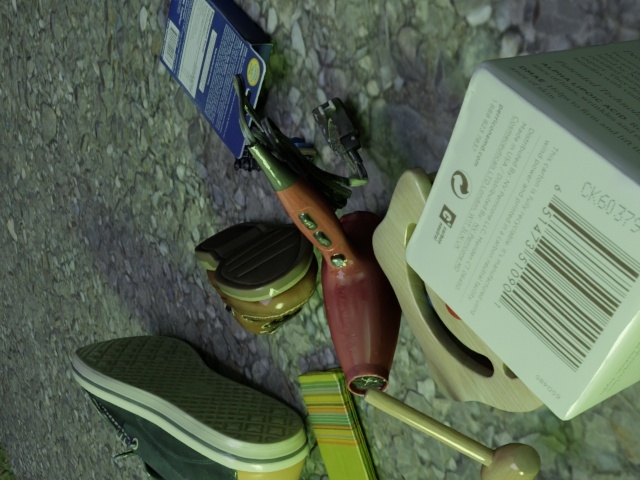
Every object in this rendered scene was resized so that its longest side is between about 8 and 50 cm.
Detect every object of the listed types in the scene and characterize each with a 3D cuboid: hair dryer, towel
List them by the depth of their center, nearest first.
[{"bbox_3d":[0.000,0.000,0.736,0.080,0.224,0.293,-25,83,28],"label":"hair dryer"},{"bbox_3d":[0.034,0.267,0.957,0.102,0.021,0.237,-21,86,61],"label":"towel"}]

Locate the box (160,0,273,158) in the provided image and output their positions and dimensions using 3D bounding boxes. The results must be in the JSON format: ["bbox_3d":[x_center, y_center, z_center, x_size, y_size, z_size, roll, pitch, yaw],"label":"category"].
[{"bbox_3d":[-0.122,-0.215,0.971,0.225,0.037,0.136,53,138,33],"label":"box"}]

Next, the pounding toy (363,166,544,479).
[{"bbox_3d":[0.121,0.067,0.639,0.154,0.155,0.269,-41,71,55],"label":"pounding toy"}]

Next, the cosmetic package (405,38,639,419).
[{"bbox_3d":[0.182,-0.018,0.496,0.151,0.184,0.151,48,137,33],"label":"cosmetic package"}]

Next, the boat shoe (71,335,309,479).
[{"bbox_3d":[-0.208,0.255,1.150,0.500,0.187,0.155,18,111,45],"label":"boat shoe"}]

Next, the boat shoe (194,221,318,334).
[{"bbox_3d":[-0.057,0.047,0.902,0.104,0.111,0.307,64,170,-14],"label":"boat shoe"}]

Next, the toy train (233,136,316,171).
[{"bbox_3d":[-0.055,-0.099,0.937,0.158,0.027,0.036,5,94,54],"label":"toy train"}]
